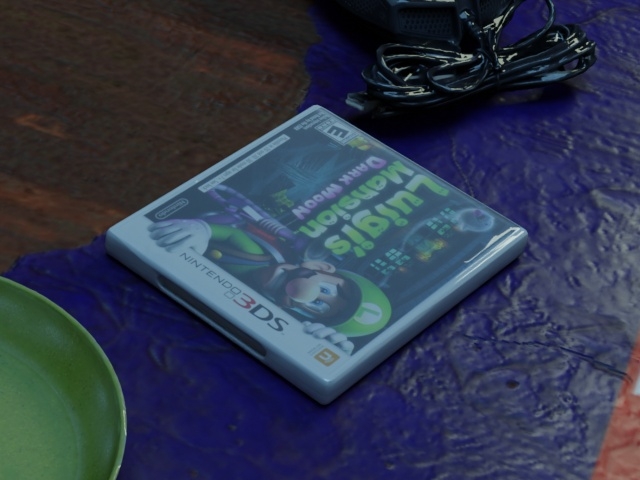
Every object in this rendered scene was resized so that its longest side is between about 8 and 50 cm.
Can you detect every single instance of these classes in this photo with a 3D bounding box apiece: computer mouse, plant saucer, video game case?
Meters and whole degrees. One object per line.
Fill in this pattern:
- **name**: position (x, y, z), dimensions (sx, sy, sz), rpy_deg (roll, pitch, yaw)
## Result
- **computer mouse**: position (0.051, -0.185, 1.188), dimensions (0.188, 0.072, 0.272), rpy_deg (-15, 58, -28)
- **plant saucer**: position (-0.217, 0.101, 0.826), dimensions (0.241, 0.037, 0.241), rpy_deg (4, 40, -4)
- **video game case**: position (0.000, 0.000, 0.992), dimensions (0.173, 0.022, 0.190), rpy_deg (33, 46, 26)
